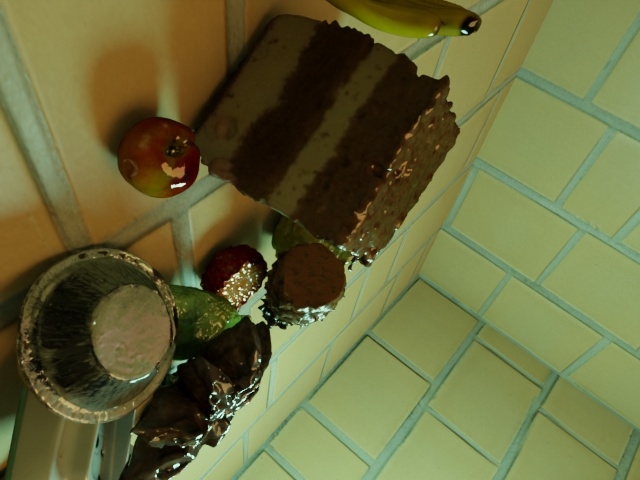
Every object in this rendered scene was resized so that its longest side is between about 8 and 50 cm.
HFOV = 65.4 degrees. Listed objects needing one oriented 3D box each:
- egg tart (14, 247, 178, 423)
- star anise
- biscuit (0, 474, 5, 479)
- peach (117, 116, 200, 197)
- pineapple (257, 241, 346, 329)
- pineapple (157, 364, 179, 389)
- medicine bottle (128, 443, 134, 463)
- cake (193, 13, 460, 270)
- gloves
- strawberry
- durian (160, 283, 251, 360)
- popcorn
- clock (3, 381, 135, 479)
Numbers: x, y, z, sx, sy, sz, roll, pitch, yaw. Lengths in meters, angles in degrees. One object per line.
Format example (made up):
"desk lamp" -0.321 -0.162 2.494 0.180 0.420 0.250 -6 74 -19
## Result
"egg tart" -0.272 0.122 0.656 0.234 0.095 0.233 18 68 -55
"star anise" -0.184 0.261 0.813 0.331 0.118 0.331 -47 170 -11
"biscuit" -0.492 0.415 0.892 0.295 0.044 0.185 -37 159 -36
"peach" -0.198 -0.100 0.610 0.101 0.101 0.100 -45 159 -22
"pineapple" -0.061 0.111 1.008 0.158 0.157 0.279 -41 178 -33
"pineapple" -0.346 0.380 1.108 0.103 0.083 0.221 -20 140 -59
"medicine bottle" -0.464 0.505 1.022 0.186 0.103 0.102 -49 161 -10
"cake" 0.017 -0.145 0.723 0.281 0.290 0.256 -55 162 3
"gloves" 0.043 -0.287 0.525 0.133 0.294 0.116 -37 156 -39
"strawberry" -0.171 0.072 0.970 0.145 0.086 0.145 -48 162 -21
"durian" -0.236 0.143 0.857 0.139 0.101 0.250 -33 141 18
"popcorn" 0.000 0.000 1.098 0.198 0.212 0.198 -39 -162 15
"clock" -0.349 0.294 0.727 0.116 0.231 0.262 -4 146 -7
